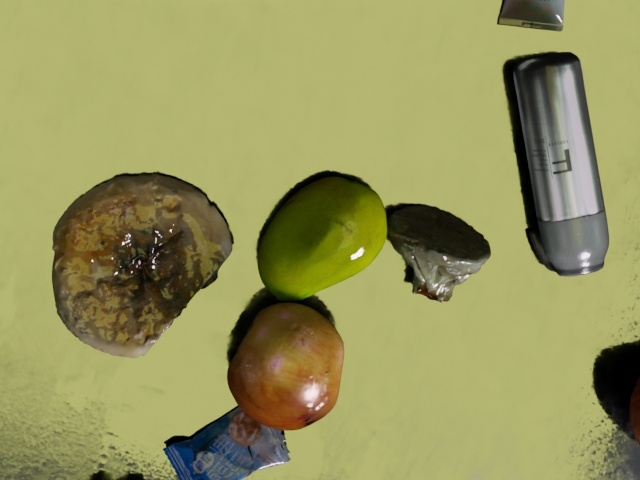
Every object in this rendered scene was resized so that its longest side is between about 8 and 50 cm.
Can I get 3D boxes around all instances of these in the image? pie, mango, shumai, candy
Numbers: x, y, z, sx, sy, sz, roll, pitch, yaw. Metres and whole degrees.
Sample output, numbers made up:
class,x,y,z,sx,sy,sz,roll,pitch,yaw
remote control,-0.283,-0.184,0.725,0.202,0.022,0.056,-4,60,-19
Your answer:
class,x,y,z,sx,sy,sz,roll,pitch,yaw
pie,-0.217,0.021,1.875,0.185,0.052,0.218,37,92,-2
mango,-0.002,-0.006,1.859,0.163,0.089,0.117,-26,75,9
shumai,0.128,0.021,1.882,0.123,0.099,0.087,32,123,23
candy,-0.105,0.249,1.919,0.136,0.038,0.088,-29,85,-6

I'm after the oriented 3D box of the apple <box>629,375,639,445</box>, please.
class,x,y,z,sx,sy,sz,roll,pitch,yaw
apple,0.452,0.206,1.875,0.195,0.173,0.160,-8,94,-3

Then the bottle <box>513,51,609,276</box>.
class,x,y,z,sx,sy,sz,roll,pitch,yaw
bottle,0.272,-0.087,1.879,0.096,0.079,0.254,-6,99,36

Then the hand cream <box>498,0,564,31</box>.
class,x,y,z,sx,sy,sz,roll,pitch,yaw
hand cream,0.252,-0.328,1.865,0.076,0.047,0.174,6,105,-4

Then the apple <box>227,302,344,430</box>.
class,x,y,z,sx,sy,sz,roll,pitch,yaw
apple,-0.035,0.147,1.855,0.146,0.146,0.147,0,97,-3
